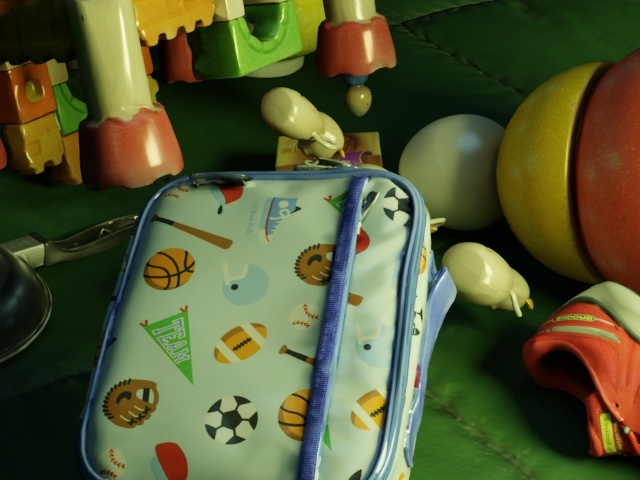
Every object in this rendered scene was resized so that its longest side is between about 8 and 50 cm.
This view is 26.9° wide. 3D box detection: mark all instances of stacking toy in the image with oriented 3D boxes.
[{"bbox_3d":[0.288,-0.069,1.244,0.480,0.350,0.350,6,27,34],"label":"stacking toy"}]

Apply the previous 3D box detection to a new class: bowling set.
[{"bbox_3d":[0.018,0.019,1.163,0.287,0.200,0.154,45,8,20],"label":"bowling set"}]

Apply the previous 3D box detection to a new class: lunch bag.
[{"bbox_3d":[-0.031,0.074,0.970,0.243,0.115,0.303,1,54,15],"label":"lunch bag"}]

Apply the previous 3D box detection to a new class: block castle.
[{"bbox_3d":[-0.157,-0.165,1.296,0.303,0.213,0.453,2,21,33],"label":"block castle"}]

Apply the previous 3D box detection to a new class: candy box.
[{"bbox_3d":[0.009,-0.054,1.327,0.109,0.053,0.186,-2,21,2],"label":"candy box"}]

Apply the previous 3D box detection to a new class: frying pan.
[{"bbox_3d":[-0.273,0.038,1.173,0.326,0.053,0.197,-13,36,-22],"label":"frying pan"}]

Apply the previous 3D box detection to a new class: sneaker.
[{"bbox_3d":[0.268,0.143,1.049,0.118,0.107,0.279,-31,40,-19],"label":"sneaker"}]

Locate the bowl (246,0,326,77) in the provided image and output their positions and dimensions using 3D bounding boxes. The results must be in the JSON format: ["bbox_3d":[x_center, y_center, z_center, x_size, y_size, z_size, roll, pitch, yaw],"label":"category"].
[{"bbox_3d":[-0.072,-0.293,1.648,0.289,0.156,0.289,4,30,-2],"label":"bowl"}]
